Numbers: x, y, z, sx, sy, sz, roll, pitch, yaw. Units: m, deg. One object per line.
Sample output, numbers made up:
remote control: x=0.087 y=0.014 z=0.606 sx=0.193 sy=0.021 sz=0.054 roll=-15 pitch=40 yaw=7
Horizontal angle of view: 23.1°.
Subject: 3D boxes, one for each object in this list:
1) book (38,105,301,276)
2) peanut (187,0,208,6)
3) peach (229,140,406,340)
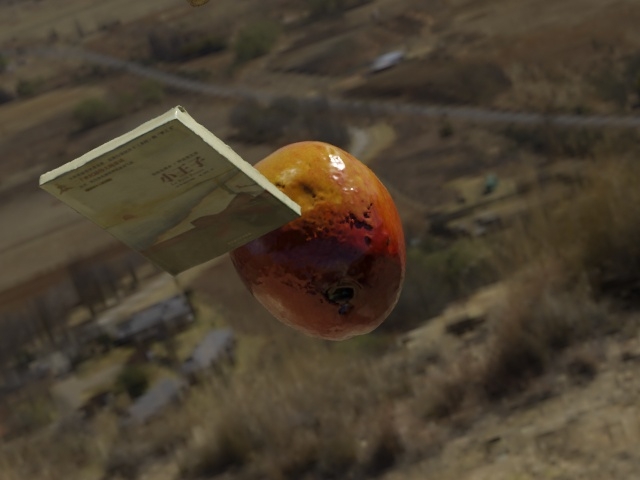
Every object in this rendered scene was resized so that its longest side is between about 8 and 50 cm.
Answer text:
book: x=-0.172 y=-0.052 z=1.870 sx=0.201 sy=0.289 sz=0.026 roll=-24 pitch=58 yaw=21
peanut: x=-0.118 y=-0.306 z=1.416 sx=0.100 sy=0.099 sz=0.214 roll=-14 pitch=60 yaw=19
peach: x=0.000 y=0.000 z=2.138 sx=0.238 sy=0.280 sz=0.281 roll=-4 pitch=7 yaw=-27
